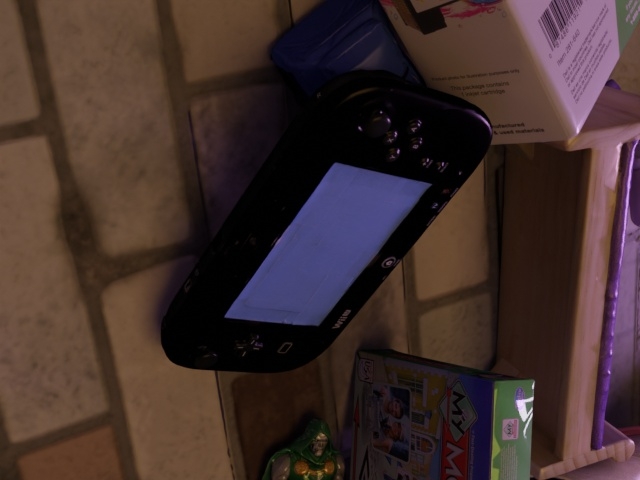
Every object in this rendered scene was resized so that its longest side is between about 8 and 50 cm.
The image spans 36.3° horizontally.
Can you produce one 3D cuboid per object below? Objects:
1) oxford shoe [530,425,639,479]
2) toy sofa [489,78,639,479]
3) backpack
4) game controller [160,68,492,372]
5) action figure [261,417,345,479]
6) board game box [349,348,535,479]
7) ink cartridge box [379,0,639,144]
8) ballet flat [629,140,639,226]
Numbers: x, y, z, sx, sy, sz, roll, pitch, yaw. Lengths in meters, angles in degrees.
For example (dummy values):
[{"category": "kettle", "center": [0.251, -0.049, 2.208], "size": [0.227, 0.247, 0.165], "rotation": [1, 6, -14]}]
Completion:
[{"category": "oxford shoe", "center": [0.289, 0.278, 0.996], "size": [0.397, 0.146, 0.140], "rotation": [-7, 89, -7]}, {"category": "toy sofa", "center": [0.248, 0.031, 0.945], "size": [0.177, 0.150, 0.362], "rotation": [-11, 114, -23]}, {"category": "backpack", "center": [0.032, -0.125, 0.797], "size": [0.098, 0.101, 0.120], "rotation": [-37, 126, -2]}, {"category": "game controller", "center": [0.000, 0.000, 0.785], "size": [0.166, 0.067, 0.319], "rotation": [16, 128, -31]}, {"category": "action figure", "center": [-0.021, 0.281, 0.957], "size": [0.137, 0.063, 0.232], "rotation": [1, 105, -25]}, {"category": "board game box", "center": [0.096, 0.266, 0.867], "size": [0.046, 0.213, 0.317], "rotation": [3, 89, -28]}, {"category": "ink cartridge box", "center": [0.136, -0.243, 0.755], "size": [0.278, 0.117, 0.201], "rotation": [54, 55, -32]}, {"category": "ballet flat", "center": [0.363, -0.136, 0.992], "size": [0.086, 0.086, 0.248], "rotation": [29, 93, -34]}]
